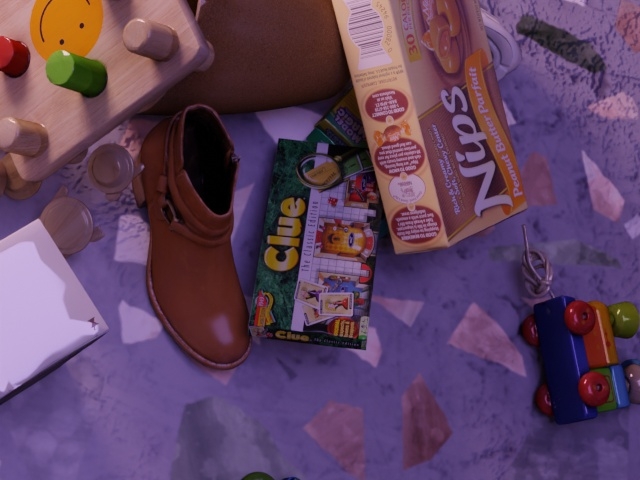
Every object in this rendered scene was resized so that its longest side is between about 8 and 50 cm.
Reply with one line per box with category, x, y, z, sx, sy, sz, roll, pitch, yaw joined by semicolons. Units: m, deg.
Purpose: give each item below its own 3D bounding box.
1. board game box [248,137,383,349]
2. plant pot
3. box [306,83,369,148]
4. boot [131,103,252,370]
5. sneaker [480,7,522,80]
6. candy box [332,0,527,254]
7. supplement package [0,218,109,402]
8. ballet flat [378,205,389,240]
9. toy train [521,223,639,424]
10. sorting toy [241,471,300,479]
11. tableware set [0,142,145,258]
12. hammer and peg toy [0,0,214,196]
board game box;0.000;0.000;1.823;0.136;0.030;0.260;5;58;4
plant pot;-0.090;-0.244;1.821;0.254;0.237;0.237;7;75;-34
box;0.073;-0.152;1.940;0.105;0.043;0.179;43;69;-7
boot;-0.121;-0.004;1.738;0.109;0.220;0.283;-11;82;-22
sneaker;0.149;-0.283;1.983;0.235;0.090;0.095;40;29;6
candy box;0.131;-0.160;1.860;0.183;0.087;0.316;-23;103;-49
supplement package;-0.329;0.089;1.627;0.139;0.244;0.134;-33;90;-24
ballet flat;0.007;0.011;1.875;0.067;0.073;0.206;38;62;20
toy train;0.332;0.095;1.952;0.143;0.105;0.248;-4;79;-31
sorting toy;-0.042;0.295;1.794;0.102;0.042;0.061;32;69;-10
tableware set;-0.286;-0.075;1.750;0.168;0.020;0.141;44;103;9
hammer and peg toy;-0.307;-0.206;1.670;0.127;0.361;0.266;10;51;-62
